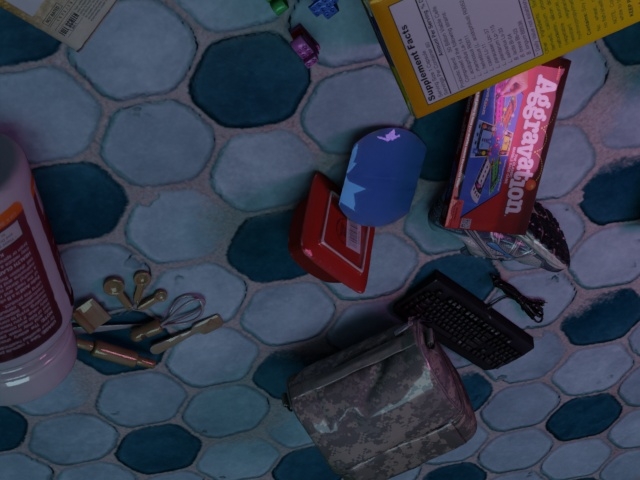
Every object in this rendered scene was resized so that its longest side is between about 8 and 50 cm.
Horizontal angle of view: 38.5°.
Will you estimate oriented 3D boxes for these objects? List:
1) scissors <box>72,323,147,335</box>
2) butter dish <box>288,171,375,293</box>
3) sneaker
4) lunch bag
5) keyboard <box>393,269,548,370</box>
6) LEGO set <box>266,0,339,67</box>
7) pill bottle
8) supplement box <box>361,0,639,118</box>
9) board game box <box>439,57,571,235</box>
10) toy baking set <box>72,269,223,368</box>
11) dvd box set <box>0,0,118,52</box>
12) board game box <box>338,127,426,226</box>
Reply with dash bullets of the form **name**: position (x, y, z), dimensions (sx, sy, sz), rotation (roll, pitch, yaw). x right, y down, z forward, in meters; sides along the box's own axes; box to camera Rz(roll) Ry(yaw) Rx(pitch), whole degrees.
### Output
- **scissors**: position (-0.457, 0.154, 1.591), dimensions (0.297, 0.021, 0.109), rotation (-13, 133, 1)
- **butter dish**: position (0.000, 0.000, 1.484), dimensions (0.118, 0.160, 0.160), rotation (-21, 136, 38)
- **sneaker**: position (0.304, -0.016, 1.561), dimensions (0.283, 0.110, 0.122), rotation (28, 133, -23)
- **lunch bag**: position (0.112, 0.287, 1.699), dimensions (0.305, 0.212, 0.256), rotation (-26, 137, 13)
- **keyboard**: position (0.306, 0.144, 1.739), dimensions (0.201, 0.033, 0.317), rotation (-41, 128, 23)
- **LEGO set**: position (-0.041, -0.323, 1.199), dimensions (0.087, 0.093, 0.227), rotation (-33, 130, 18)
- **pill bottle**: position (-0.497, 0.051, 1.353), dimensions (0.224, 0.224, 0.392), rotation (-8, 132, -5)
- **supplement box**: position (0.230, -0.346, 1.168), dimensions (0.356, 0.195, 0.194), rotation (-23, 132, 8)
- **board game box**: position (0.281, -0.148, 1.403), dimensions (0.145, 0.027, 0.281), rotation (5, 109, -17)
- **toy baking set**: position (-0.306, 0.150, 1.602), dimensions (0.256, 0.030, 0.197), rotation (27, 116, -32)
- **dvd box set**: position (-0.364, -0.430, 0.992), dimensions (0.420, 0.062, 0.307), rotation (28, 120, -32)
- **board game box**: position (0.092, -0.105, 1.460), dimensions (0.133, 0.033, 0.168), rotation (2, 114, -27)
